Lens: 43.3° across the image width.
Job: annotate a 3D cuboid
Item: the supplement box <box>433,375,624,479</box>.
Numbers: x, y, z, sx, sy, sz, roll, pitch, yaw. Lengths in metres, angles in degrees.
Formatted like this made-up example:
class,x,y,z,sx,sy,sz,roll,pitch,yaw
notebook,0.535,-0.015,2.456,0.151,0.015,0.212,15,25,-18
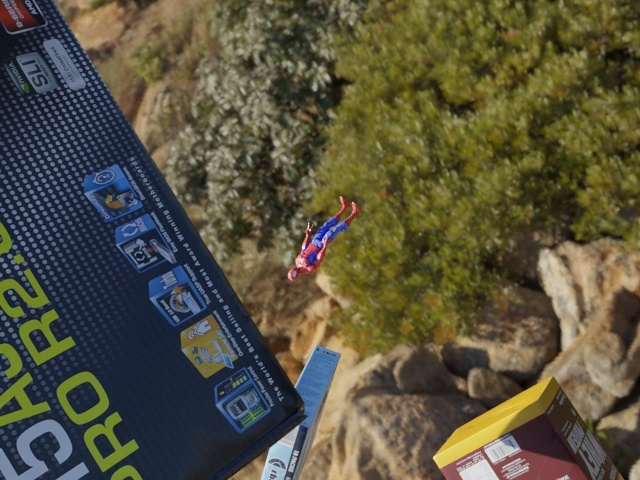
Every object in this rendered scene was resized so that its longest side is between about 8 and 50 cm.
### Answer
class,x,y,z,sx,sy,sz,roll,pitch,yaw
supplement box,0.314,0.345,1.206,0.191,0.194,0.129,-37,-9,26

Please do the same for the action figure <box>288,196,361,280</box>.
class,x,y,z,sx,sy,sz,roll,pitch,yaw
action figure,0.000,0.000,0.941,0.038,0.030,0.115,29,80,42

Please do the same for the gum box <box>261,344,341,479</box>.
class,x,y,z,sx,sy,sz,roll,pitch,yaw
gum box,-0.029,0.247,1.046,0.041,0.157,0.184,18,24,7

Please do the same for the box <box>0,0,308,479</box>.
class,x,y,z,sx,sy,sz,roll,pitch,yaw
box,-0.159,0.021,0.340,0.216,0.270,0.060,-29,-5,-40
